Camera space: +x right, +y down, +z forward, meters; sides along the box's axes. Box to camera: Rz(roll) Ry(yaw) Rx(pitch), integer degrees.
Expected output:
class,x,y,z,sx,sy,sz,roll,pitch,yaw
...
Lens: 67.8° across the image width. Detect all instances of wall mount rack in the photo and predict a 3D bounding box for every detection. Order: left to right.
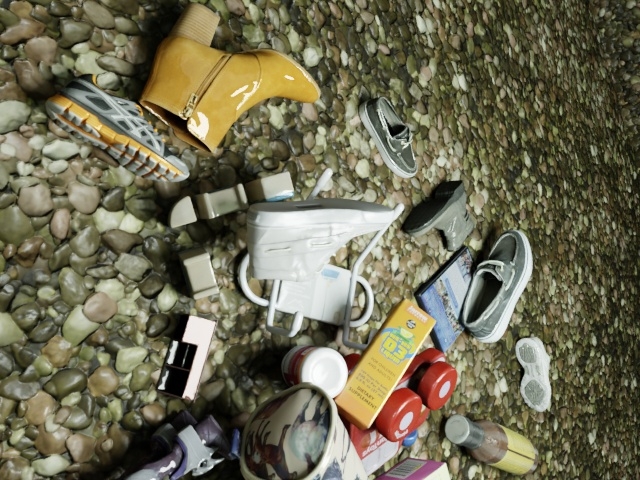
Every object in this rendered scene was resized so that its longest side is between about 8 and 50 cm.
class,x,y,z,sx,sy,sz,roll,pitch,yaw
wall mount rack,0.028,0.046,0.926,0.350,0.130,0.304,20,74,-38

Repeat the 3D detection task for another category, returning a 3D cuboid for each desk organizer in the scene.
class,x,y,z,sx,sy,sz,roll,pitch,yaw
desk organizer,-0.215,0.186,0.766,0.050,0.047,0.130,24,71,-34

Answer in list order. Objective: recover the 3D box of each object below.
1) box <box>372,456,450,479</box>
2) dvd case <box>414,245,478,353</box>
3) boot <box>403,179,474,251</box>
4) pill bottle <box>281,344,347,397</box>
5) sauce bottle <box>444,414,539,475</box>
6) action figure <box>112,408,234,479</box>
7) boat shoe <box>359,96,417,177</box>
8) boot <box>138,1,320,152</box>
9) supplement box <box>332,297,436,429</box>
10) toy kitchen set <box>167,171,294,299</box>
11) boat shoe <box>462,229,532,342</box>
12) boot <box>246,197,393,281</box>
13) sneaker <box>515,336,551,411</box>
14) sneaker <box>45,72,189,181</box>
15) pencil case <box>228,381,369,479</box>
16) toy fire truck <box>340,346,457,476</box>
class,x,y,z,sx,sy,sz,roll,pitch,yaw
box,0.189,0.625,1.001,0.213,0.117,0.243,-10,83,-40
dvd case,0.352,0.151,1.261,0.253,0.022,0.181,-36,108,-36
boot,0.319,-0.034,1.215,0.246,0.083,0.161,-39,117,-34
pill bottle,-0.018,0.231,0.849,0.086,0.152,0.086,3,80,-20
sauce bottle,0.452,0.534,1.258,0.344,0.111,0.112,35,66,-33
action figure,-0.263,0.338,0.640,0.285,0.185,0.099,-24,84,-44
boat shoe,0.174,-0.235,1.109,0.219,0.070,0.078,49,59,-26
boot,-0.149,-0.244,0.831,0.295,0.104,0.211,24,77,-31
supplement box,0.113,0.219,0.861,0.078,0.080,0.233,35,65,9
toy kitchen set,-0.145,-0.010,0.818,0.207,0.122,0.166,-17,99,-19
boat shoe,0.473,0.104,1.272,0.119,0.121,0.335,38,65,-36
boot,0.000,0.000,0.791,0.258,0.095,0.124,-3,110,-23
sneaker,0.677,0.408,1.474,0.115,0.090,0.232,-8,93,-44
sneaker,-0.285,-0.163,0.712,0.214,0.084,0.083,36,60,-31
pencil case,-0.002,0.427,0.785,0.183,0.159,0.411,-52,135,-39
toy fire truck,0.149,0.357,1.005,0.302,0.169,0.254,-18,122,-39
